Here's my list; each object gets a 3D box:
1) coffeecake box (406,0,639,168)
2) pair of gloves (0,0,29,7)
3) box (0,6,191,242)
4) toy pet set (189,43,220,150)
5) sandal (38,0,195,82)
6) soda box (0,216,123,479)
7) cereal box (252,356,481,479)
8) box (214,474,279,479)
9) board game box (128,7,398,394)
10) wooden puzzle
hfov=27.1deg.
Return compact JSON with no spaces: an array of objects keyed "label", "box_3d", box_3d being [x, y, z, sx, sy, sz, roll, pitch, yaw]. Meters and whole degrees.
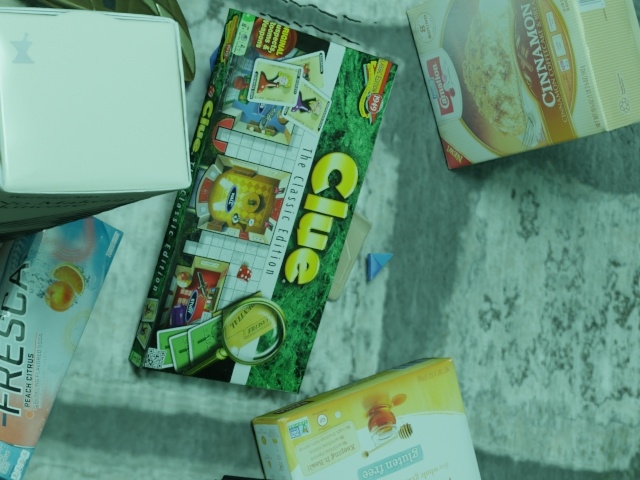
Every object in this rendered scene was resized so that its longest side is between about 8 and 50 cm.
[{"label":"coffeecake box","box_3d":[0.167,-0.145,1.066,0.068,0.185,0.142,-18,94,-34]},{"label":"pair of gloves","box_3d":[-0.286,-0.220,0.859,0.204,0.042,0.240,10,78,-31]},{"label":"box","box_3d":[-0.189,-0.054,0.760,0.113,0.275,0.094,-3,86,-34]},{"label":"toy pet set","box_3d":[-0.057,-0.090,0.999,0.122,0.065,0.114,-22,127,-24]},{"label":"sandal","box_3d":[-0.154,-0.163,0.930,0.180,0.049,0.072,24,57,-49]},{"label":"soda box","box_3d":[-0.197,0.065,0.868,0.058,0.063,0.183,30,69,-28]},{"label":"cereal box","box_3d":[0.055,0.227,1.026,0.173,0.047,0.240,-16,93,-34]},{"label":"box","box_3d":[-0.051,0.280,0.800,0.073,0.293,0.295,48,61,-19]},{"label":"board game box","box_3d":[-0.039,-0.023,0.958,0.136,0.030,0.259,12,97,-34]},{"label":"wooden puzzle","box_3d":[0.000,0.000,1.041,0.116,0.014,0.078,42,67,-22]}]
